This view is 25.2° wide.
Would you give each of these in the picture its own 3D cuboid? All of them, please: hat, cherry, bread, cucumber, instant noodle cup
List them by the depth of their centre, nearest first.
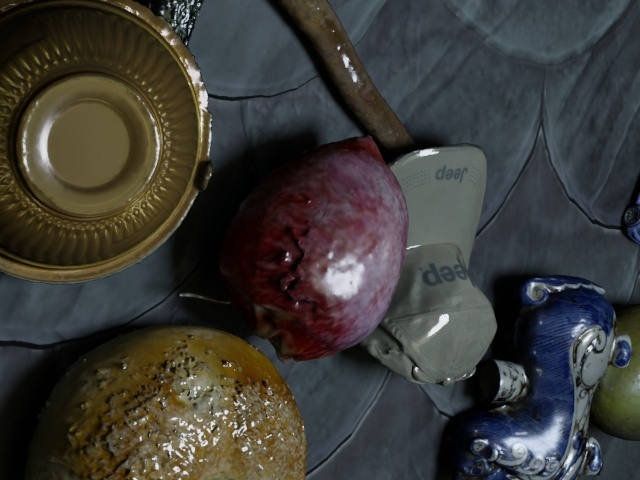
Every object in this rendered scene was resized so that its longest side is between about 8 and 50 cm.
[{"bbox_3d":[-0.207,-0.086,1.238,0.274,0.090,0.274,-5,102,-22],"label":"instant noodle cup"},{"bbox_3d":[-0.165,-0.140,1.331,0.067,0.067,0.245,15,96,-42],"label":"cucumber"},{"bbox_3d":[-0.136,0.226,1.383,0.305,0.158,0.306,-13,110,-39],"label":"bread"},{"bbox_3d":[0.000,0.000,1.442,0.192,0.175,0.250,36,69,-27],"label":"cherry"},{"bbox_3d":[0.136,0.029,1.578,0.214,0.149,0.245,-11,133,-39],"label":"hat"}]

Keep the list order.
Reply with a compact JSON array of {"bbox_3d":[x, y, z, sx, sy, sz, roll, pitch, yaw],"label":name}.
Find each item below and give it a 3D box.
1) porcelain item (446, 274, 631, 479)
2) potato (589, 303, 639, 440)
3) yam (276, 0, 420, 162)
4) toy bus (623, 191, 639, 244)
[{"bbox_3d":[0.258,0.181,1.752,0.186,0.138,0.288,8,100,-25],"label":"porcelain item"},{"bbox_3d":[0.448,0.173,1.890,0.251,0.159,0.174,2,126,-30],"label":"potato"},{"bbox_3d":[0.036,-0.171,1.514,0.045,0.045,0.327,-32,129,8],"label":"yam"},{"bbox_3d":[0.466,-0.070,1.894,0.073,0.076,0.167,24,84,-42],"label":"toy bus"}]
